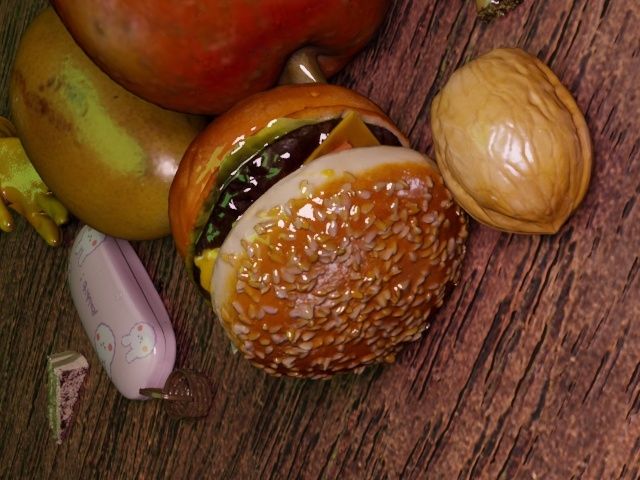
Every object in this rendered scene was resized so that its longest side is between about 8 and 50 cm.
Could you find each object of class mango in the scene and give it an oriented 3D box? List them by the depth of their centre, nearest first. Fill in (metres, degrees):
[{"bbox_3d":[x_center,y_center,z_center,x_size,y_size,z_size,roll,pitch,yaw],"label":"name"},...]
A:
[{"bbox_3d":[-0.258,-0.151,1.715,0.378,0.221,0.264,52,121,34],"label":"mango"}]

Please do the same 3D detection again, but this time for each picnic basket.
[{"bbox_3d":[-0.181,0.189,1.650,0.072,0.083,0.072,-13,73,52],"label":"picnic basket"}]

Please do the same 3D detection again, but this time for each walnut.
[{"bbox_3d":[0.171,-0.086,1.200,0.144,0.144,0.180,-37,63,42],"label":"walnut"}]

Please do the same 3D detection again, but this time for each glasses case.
[{"bbox_3d":[-0.269,0.090,1.792,0.113,0.075,0.297,-62,40,26],"label":"glasses case"}]

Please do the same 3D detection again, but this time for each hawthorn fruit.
[{"bbox_3d":[-0.086,-0.309,1.418,0.403,0.403,0.402,-14,72,51],"label":"hawthorn fruit"}]

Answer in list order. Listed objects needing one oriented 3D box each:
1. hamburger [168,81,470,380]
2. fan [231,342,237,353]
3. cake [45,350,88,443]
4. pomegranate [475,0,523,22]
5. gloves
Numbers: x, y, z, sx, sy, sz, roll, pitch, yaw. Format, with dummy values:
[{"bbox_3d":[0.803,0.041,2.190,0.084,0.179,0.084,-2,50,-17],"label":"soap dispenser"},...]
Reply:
[{"bbox_3d":[0.000,0.000,1.300,0.291,0.291,0.225,-60,44,26],"label":"hamburger"},{"bbox_3d":[-0.064,0.029,1.595,0.240,0.009,0.131,-62,39,24],"label":"fan"},{"bbox_3d":[-0.380,0.228,1.930,0.051,0.055,0.140,36,113,43],"label":"cake"},{"bbox_3d":[0.132,-0.300,1.309,0.143,0.122,0.169,-25,62,45],"label":"pomegranate"},{"bbox_3d":[-0.453,-0.095,2.060,0.294,0.116,0.133,32,116,44],"label":"gloves"}]
